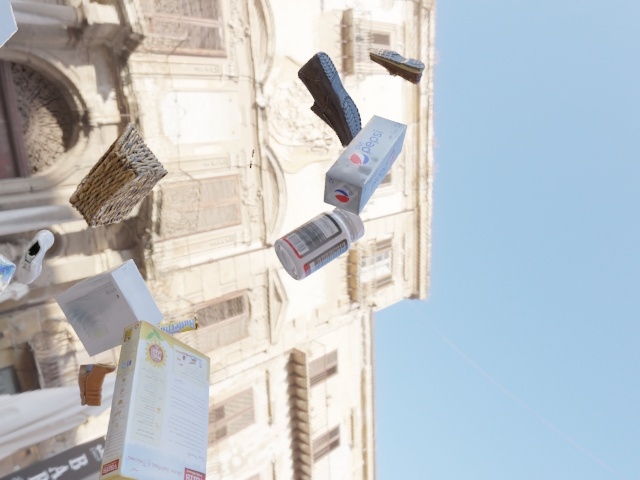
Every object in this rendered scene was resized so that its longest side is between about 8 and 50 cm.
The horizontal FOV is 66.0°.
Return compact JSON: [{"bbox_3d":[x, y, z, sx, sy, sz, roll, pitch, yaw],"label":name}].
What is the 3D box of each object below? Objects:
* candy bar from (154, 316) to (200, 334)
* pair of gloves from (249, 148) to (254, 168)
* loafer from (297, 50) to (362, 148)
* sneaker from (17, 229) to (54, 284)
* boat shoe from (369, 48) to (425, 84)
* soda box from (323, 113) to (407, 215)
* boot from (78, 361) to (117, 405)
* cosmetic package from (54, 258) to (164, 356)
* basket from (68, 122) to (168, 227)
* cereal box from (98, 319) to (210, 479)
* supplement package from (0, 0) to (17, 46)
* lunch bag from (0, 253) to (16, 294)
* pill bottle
[{"bbox_3d":[-0.395,0.231,1.290,0.018,0.161,0.040,-38,-115,51],"label":"candy bar"},{"bbox_3d":[-0.285,-0.340,2.051,0.074,0.010,0.083,-128,-131,-73],"label":"pair of gloves"},{"bbox_3d":[0.036,-0.483,1.752,0.130,0.134,0.366,-11,-60,32],"label":"loafer"},{"bbox_3d":[-0.714,0.045,1.214,0.152,0.054,0.061,-61,-168,13],"label":"sneaker"},{"bbox_3d":[0.208,-0.488,1.384,0.178,0.064,0.060,32,-41,25],"label":"boat shoe"},{"bbox_3d":[0.112,-0.191,1.201,0.098,0.286,0.091,22,-40,16],"label":"soda box"},{"bbox_3d":[-0.803,0.522,1.785,0.197,0.073,0.152,-13,-104,33],"label":"boot"},{"bbox_3d":[-0.664,0.215,1.564,0.224,0.138,0.224,-22,-77,14],"label":"cosmetic package"},{"bbox_3d":[-0.706,-0.215,1.628,0.299,0.213,0.223,-37,-92,25],"label":"basket"},{"bbox_3d":[-0.245,0.265,0.768,0.047,0.173,0.240,-24,-134,18],"label":"cereal box"},{"bbox_3d":[-0.793,-0.491,1.114,0.105,0.105,0.179,110,-7,-52],"label":"supplement package"},{"bbox_3d":[-0.659,0.105,0.856,0.090,0.176,0.219,43,-77,-3],"label":"lunch bag"},{"bbox_3d":[0.000,0.000,1.661,0.161,0.283,0.161,46,-24,28],"label":"pill bottle"}]
